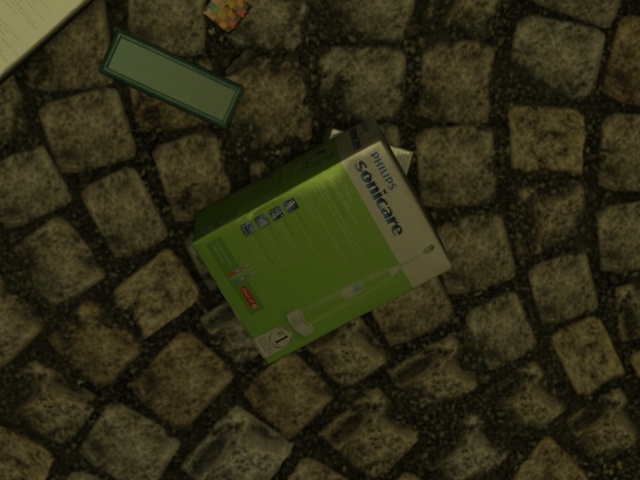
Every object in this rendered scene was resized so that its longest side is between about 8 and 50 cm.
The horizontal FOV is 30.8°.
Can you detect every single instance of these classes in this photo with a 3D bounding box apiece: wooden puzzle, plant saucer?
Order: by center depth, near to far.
[{"bbox_3d":[-0.202,-0.220,1.585,0.192,0.018,0.067,24,94,-12],"label":"plant saucer"},{"bbox_3d":[-0.129,-0.315,1.587,0.049,0.006,0.083,39,91,-11],"label":"wooden puzzle"}]

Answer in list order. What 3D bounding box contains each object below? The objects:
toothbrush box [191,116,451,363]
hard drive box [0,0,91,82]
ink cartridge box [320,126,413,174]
[{"bbox_3d":[0.000,0.000,1.555,0.283,0.122,0.206,-28,110,9],"label":"toothbrush box"},{"bbox_3d":[-0.426,-0.315,1.502,0.232,0.089,0.181,-41,102,0],"label":"hard drive box"},{"bbox_3d":[0.056,-0.100,1.621,0.122,0.052,0.089,15,96,-9],"label":"ink cartridge box"}]
